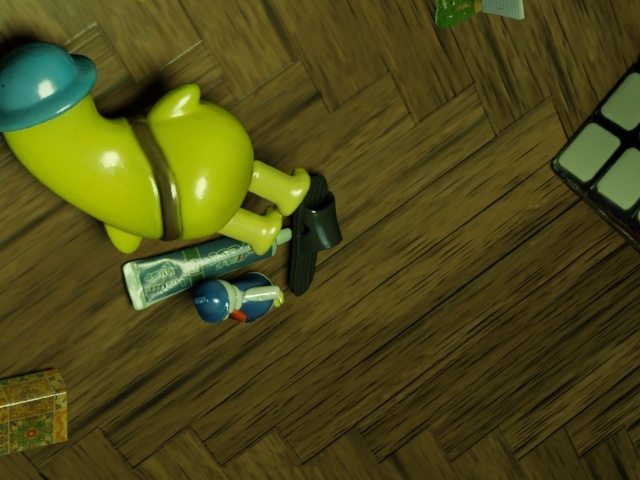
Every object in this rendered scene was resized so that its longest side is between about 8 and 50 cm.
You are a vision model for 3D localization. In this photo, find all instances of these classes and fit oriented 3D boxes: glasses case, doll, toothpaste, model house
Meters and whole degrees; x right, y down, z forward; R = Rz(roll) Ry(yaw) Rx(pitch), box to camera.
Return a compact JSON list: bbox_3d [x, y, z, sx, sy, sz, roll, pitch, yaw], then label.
[{"bbox_3d":[-0.380,0.196,1.514,0.218,0.049,0.075,-11,128,-24],"label":"glasses case"},{"bbox_3d":[-0.095,0.064,1.575,0.143,0.099,0.057,2,79,-61],"label":"doll"},{"bbox_3d":[-0.121,0.022,1.574,0.197,0.035,0.057,-19,109,-18],"label":"toothpaste"},{"bbox_3d":[-0.184,-0.077,1.413,0.363,0.145,0.199,22,110,-30],"label":"doll"},{"bbox_3d":[0.212,-0.291,1.547,0.167,0.088,0.117,-21,125,-18],"label":"model house"}]

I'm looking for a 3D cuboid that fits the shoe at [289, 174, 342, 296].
[{"bbox_3d":[0.000,0.000,1.606,0.062,0.053,0.159,-35,143,-48],"label":"shoe"}]

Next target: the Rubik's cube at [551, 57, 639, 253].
[{"bbox_3d":[0.556,-0.068,1.715,0.337,0.344,0.344,-49,131,4],"label":"Rubik's cube"}]
